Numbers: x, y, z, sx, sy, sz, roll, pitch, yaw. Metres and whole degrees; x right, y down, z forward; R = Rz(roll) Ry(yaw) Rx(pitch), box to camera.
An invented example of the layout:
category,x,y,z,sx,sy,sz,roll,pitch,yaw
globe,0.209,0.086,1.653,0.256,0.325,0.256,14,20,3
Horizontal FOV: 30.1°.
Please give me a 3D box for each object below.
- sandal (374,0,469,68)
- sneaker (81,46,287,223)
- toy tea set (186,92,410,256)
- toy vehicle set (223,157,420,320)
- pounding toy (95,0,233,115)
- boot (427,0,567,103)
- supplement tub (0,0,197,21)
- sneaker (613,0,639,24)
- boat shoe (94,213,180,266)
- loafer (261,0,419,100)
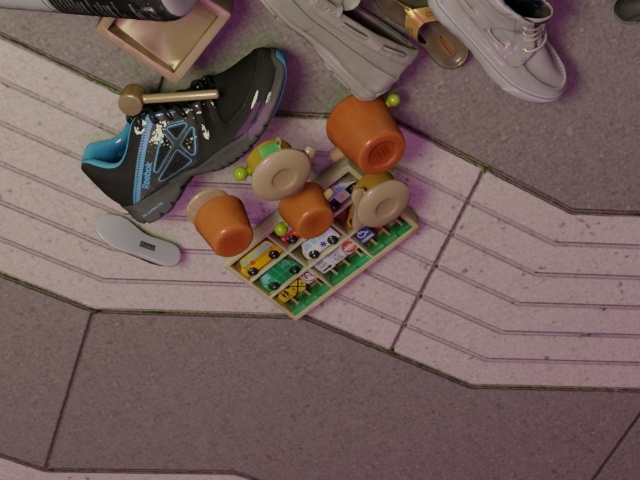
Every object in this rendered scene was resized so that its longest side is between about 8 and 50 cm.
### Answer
category,x,y,z,sx,sy,sz,roll,pitch,yaw
sandal,0.143,-0.291,1.608,0.072,0.049,0.180,-34,124,20
sneaker,-0.187,-0.157,1.638,0.341,0.125,0.140,-39,122,23
toy tea set,-0.029,-0.098,1.666,0.336,0.124,0.200,-14,137,-21
toy vehicle set,0.000,0.000,1.836,0.267,0.035,0.166,-38,122,23
pounding toy,-0.201,-0.262,1.567,0.181,0.094,0.206,32,120,-20
boot,0.265,-0.275,1.574,0.258,0.095,0.123,34,159,-26
supplement tub,-0.309,-0.366,1.371,0.338,0.207,0.207,8,130,14
sneaker,0.490,-0.386,1.554,0.267,0.101,0.106,-35,101,22
boat shoe,-0.282,0.005,1.811,0.142,0.049,0.040,27,160,-18
loafer,0.003,-0.313,1.547,0.111,0.112,0.319,-38,128,17
